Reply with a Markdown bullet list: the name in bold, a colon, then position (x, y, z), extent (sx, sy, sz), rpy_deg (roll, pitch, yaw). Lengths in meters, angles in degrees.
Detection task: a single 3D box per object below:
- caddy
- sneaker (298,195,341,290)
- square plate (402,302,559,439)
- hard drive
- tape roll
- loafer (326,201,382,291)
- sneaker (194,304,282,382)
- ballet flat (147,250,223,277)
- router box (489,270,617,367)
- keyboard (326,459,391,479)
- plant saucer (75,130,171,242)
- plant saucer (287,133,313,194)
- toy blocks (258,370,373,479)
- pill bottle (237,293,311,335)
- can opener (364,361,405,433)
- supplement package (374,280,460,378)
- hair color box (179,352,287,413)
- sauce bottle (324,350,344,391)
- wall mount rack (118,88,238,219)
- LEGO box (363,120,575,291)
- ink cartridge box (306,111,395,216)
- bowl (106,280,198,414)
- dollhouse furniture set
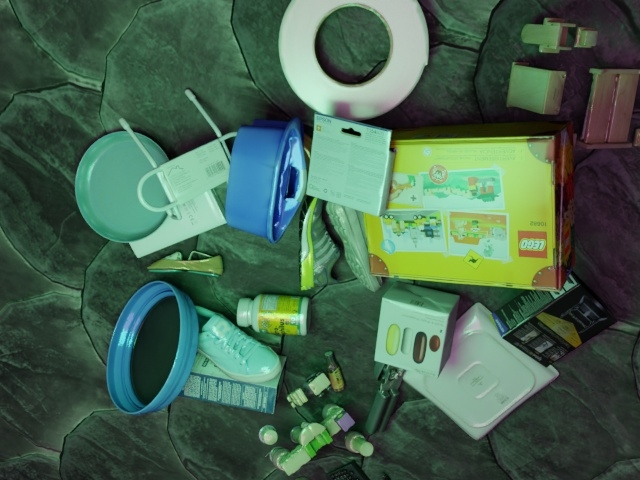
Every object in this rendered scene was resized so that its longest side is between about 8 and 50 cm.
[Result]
- **caddy**: position (-0.123, -0.162, 1.746), extent (0.179, 0.241, 0.341), rpy_deg (13, 111, 8)
- **sneaker**: position (0.000, 0.000, 1.909), extent (0.121, 0.111, 0.299), rpy_deg (0, 113, -7)
- **square plate**: position (0.475, 0.411, 2.005), extent (0.344, 0.049, 0.347), rpy_deg (41, 110, -7)
- **hard drive**: position (-0.450, -0.092, 1.959), extent (0.308, 0.040, 0.203), rpy_deg (-21, 105, 14)
- **tape roll**: position (0.087, -0.506, 1.725), extent (0.392, 0.072, 0.391), rpy_deg (3, 109, 8)
- **loafer**: position (0.120, 0.002, 1.877), extent (0.111, 0.112, 0.319), rpy_deg (-31, 120, -17)
- **sneaker**: position (-0.282, 0.296, 1.945), extent (0.366, 0.135, 0.150), rpy_deg (19, 146, 25)
- **ballet flat**: position (-0.404, 0.068, 2.003), extent (0.232, 0.080, 0.073), rpy_deg (4, 82, 4)
- **router box**: position (0.638, 0.213, 1.811), extent (0.243, 0.081, 0.309), rpy_deg (-39, 136, 18)
- **keyboard**: position (0.181, 0.858, 2.212), extent (0.202, 0.033, 0.317), rpy_deg (-33, 103, 17)
- **plant saucer**: position (-0.555, -0.153, 1.913), extent (0.318, 0.044, 0.317), rpy_deg (1, 93, 14)
- **plant saucer**: position (-0.092, -0.212, 1.870), extent (0.200, 0.037, 0.199), rpy_deg (2, 109, 7)
- **toy blocks**: position (-0.045, 0.593, 2.063), extent (0.289, 0.260, 0.309), rpy_deg (-36, 95, -15)
- **pill bottle**: position (-0.138, 0.220, 1.985), extent (0.209, 0.117, 0.117), rpy_deg (4, 110, 6)
- **can opener**: position (0.194, 0.467, 2.061), extent (0.076, 0.095, 0.283), rpy_deg (-2, 121, -32)
- **supplement package**: position (0.276, 0.251, 1.900), extent (0.194, 0.149, 0.203), rpy_deg (12, 111, 21)
- **hair color box**: position (-0.291, 0.411, 2.042), extent (0.347, 0.174, 0.105), rpy_deg (10, 113, 4)
- **sauce bottle**: position (0.041, 0.407, 2.065), extent (0.042, 0.042, 0.128), rpy_deg (-13, 109, 12)
- **wall mount rack**: position (-0.370, -0.234, 1.806), extent (0.350, 0.130, 0.304), rpy_deg (-30, 109, -23)
- **LEGO box**: position (0.363, -0.094, 1.676), extent (0.500, 0.193, 0.372), rpy_deg (4, 112, 31)
- **ink cartridge box**: position (0.076, -0.194, 1.664), extent (0.223, 0.045, 0.223), rpy_deg (20, 117, 27)
- **bowl**: position (-0.494, 0.316, 1.956), extent (0.077, 0.391, 0.391), rpy_deg (23, 116, -41)
- **dollhouse furniture set**: position (0.680, -0.400, 1.692), extent (0.356, 0.174, 0.303), rpy_deg (-3, 111, -17)
